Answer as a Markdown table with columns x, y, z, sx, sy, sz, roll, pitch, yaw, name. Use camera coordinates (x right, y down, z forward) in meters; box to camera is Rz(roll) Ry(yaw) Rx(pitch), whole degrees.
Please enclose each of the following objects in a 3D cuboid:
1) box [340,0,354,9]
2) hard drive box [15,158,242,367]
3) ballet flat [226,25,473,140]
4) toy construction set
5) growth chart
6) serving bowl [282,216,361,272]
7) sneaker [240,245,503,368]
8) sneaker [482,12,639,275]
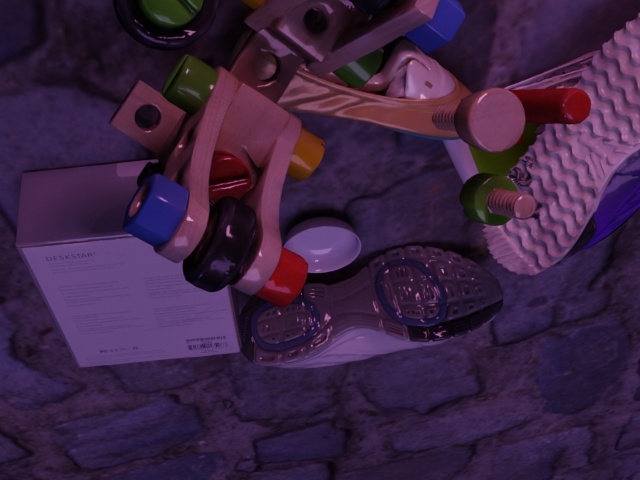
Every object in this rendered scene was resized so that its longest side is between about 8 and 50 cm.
| x | y | z | sx | sy | sz | roll | pitch | yaw | name |
| --- | --- | --- | --- | --- | --- | --- | --- | --- | --- |
| 0.038 | -0.231 | 0.655 | 0.145 | 0.038 | 0.186 | 5 | 144 | -15 | box |
| -0.180 | 0.029 | 0.935 | 0.181 | 0.089 | 0.232 | -5 | 145 | -3 | hard drive box |
| 0.041 | -0.132 | 0.763 | 0.232 | 0.080 | 0.073 | 5 | 132 | -17 | ballet flat |
| -0.009 | -0.096 | 0.658 | 0.309 | 0.257 | 0.237 | 5 | -174 | -20 | toy construction set |
| 0.228 | -0.110 | 0.874 | 0.237 | 0.021 | 0.172 | -23 | 143 | 22 | growth chart |
| 0.000 | 0.000 | 0.979 | 0.083 | 0.027 | 0.083 | -5 | 145 | -3 | serving bowl |
| 0.059 | 0.084 | 1.067 | 0.297 | 0.111 | 0.129 | -10 | 160 | 10 | sneaker |
| 0.271 | -0.093 | 0.812 | 0.146 | 0.102 | 0.293 | -5 | 142 | -53 | sneaker |
